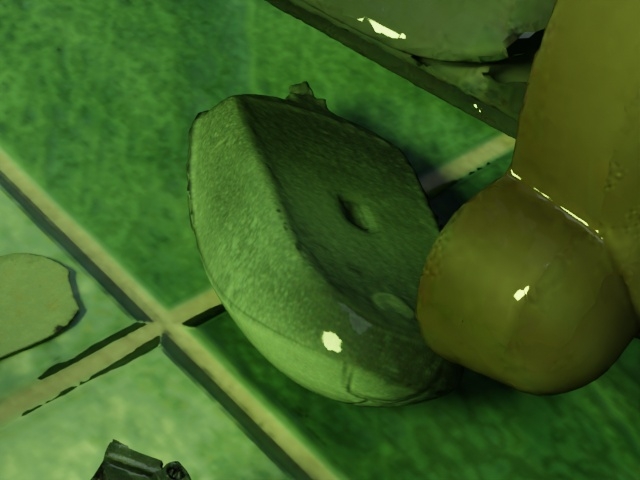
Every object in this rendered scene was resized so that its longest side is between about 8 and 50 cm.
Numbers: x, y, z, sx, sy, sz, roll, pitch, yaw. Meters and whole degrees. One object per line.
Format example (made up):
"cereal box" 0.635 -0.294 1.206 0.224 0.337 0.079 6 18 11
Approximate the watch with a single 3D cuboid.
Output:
"watch" 0.119 -0.113 0.722 0.335 0.314 0.327 21 10 -46

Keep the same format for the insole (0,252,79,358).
"insole" -0.184 0.054 0.672 0.065 0.004 0.197 39 50 25

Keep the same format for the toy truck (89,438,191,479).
"toy truck" -0.060 0.164 0.531 0.092 0.083 0.192 -2 44 -21

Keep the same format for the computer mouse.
"computer mouse" -0.002 0.006 0.718 0.113 0.068 0.229 18 27 -23
